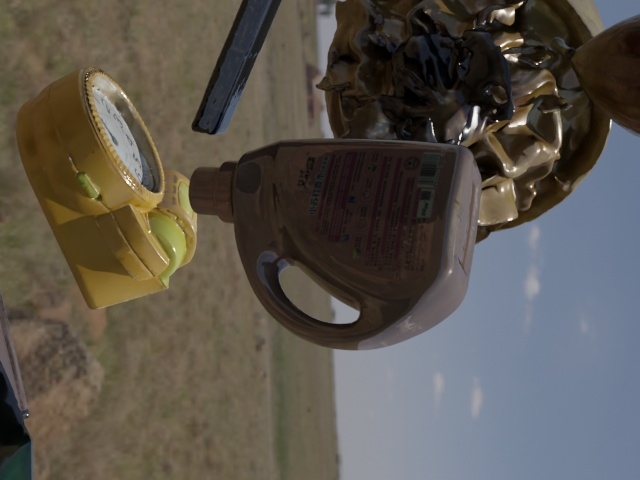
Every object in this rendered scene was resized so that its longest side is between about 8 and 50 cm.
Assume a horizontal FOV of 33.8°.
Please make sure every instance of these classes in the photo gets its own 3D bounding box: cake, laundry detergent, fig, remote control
[{"bbox_3d":[0.150,-0.142,1.134,0.321,0.332,0.332,-53,145,-60],"label":"cake"},{"bbox_3d":[0.000,0.000,0.834,0.076,0.237,0.171,55,42,-61],"label":"laundry detergent"},{"bbox_3d":[0.202,-0.116,0.708,0.089,0.125,0.089,-24,121,-47],"label":"fig"},{"bbox_3d":[-0.046,-0.199,0.862,0.063,0.025,0.245,-50,165,-76],"label":"remote control"}]

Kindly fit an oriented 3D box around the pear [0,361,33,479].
[{"bbox_3d":[-0.265,0.202,0.397,0.399,0.165,0.399,-18,-113,48],"label":"pear"}]

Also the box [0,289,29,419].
[{"bbox_3d":[-0.490,0.117,1.274,0.153,0.188,0.252,26,44,-62],"label":"box"}]

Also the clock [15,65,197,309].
[{"bbox_3d":[-0.319,-0.091,1.547,0.244,0.200,0.317,-105,170,-58],"label":"clock"}]
